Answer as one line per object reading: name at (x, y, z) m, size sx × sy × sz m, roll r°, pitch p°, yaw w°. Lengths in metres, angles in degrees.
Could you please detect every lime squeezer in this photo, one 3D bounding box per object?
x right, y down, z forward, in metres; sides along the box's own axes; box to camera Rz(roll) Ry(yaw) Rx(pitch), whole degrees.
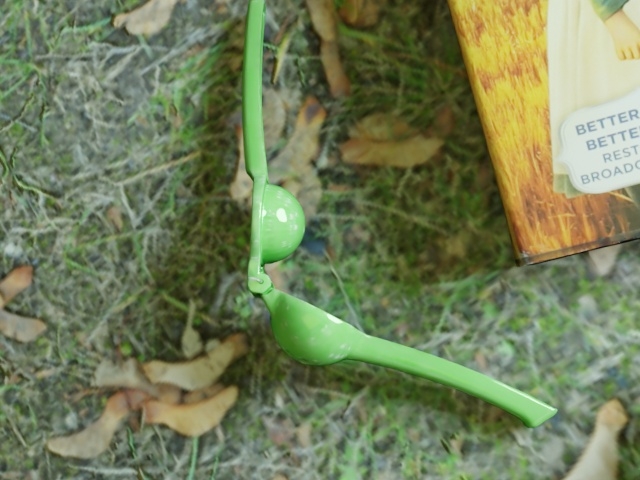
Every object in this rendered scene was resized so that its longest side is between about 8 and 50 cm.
lime squeezer at (0.000, 0.000, 0.423) m, size 0.110 × 0.059 × 0.310 m, roll -36°, pitch 79°, yaw 12°

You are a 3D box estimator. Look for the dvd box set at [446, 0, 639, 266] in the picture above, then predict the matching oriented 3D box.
dvd box set at (0.199, -0.225, 0.373) m, size 0.307 × 0.062 × 0.420 m, roll -14°, pitch 85°, yaw 14°
